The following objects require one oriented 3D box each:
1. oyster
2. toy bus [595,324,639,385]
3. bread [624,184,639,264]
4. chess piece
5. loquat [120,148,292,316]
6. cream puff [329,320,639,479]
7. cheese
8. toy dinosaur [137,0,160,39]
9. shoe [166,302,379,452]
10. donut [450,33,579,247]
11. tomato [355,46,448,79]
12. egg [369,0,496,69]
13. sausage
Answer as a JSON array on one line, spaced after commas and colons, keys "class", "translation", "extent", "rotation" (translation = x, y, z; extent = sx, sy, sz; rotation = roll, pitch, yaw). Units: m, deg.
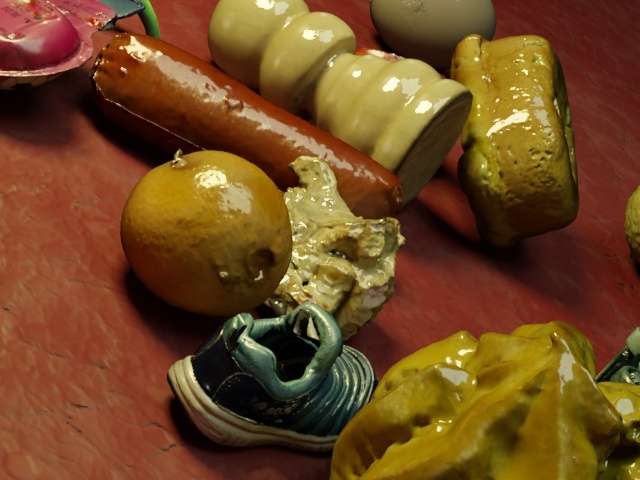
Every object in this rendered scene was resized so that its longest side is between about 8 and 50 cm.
[{"class": "oyster", "translation": [0.000, 0.000, 1.238], "extent": [0.163, 0.081, 0.191], "rotation": [-6, 55, -31]}, {"class": "toy bus", "translation": [0.309, 0.188, 1.296], "extent": [0.147, 0.128, 0.256], "rotation": [40, 23, 5]}, {"class": "bread", "translation": [0.561, -0.006, 1.796], "extent": [0.320, 0.237, 0.320], "rotation": [27, 18, -10]}, {"class": "chess piece", "translation": [0.006, -0.177, 1.523], "extent": [0.299, 0.167, 0.167], "rotation": [37, 24, 17]}, {"class": "loquat", "translation": [-0.091, -0.005, 1.116], "extent": [0.141, 0.141, 0.141], "rotation": [29, 26, -16]}, {"class": "cream puff", "translation": [0.180, 0.191, 0.988], "extent": [0.324, 0.257, 0.291], "rotation": [38, 29, 4]}, {"class": "cheese", "translation": [-0.262, -0.194, 1.254], "extent": [0.155, 0.062, 0.244], "rotation": [27, 36, 21]}, {"class": "toy dinosaur", "translation": [-0.353, -0.262, 1.265], "extent": [0.500, 0.144, 0.374], "rotation": [50, 49, -30]}, {"class": "shoe", "translation": [-0.019, 0.102, 1.058], "extent": [0.207, 0.106, 0.091], "rotation": [12, 36, -52]}, {"class": "donut", "translation": [0.233, -0.119, 1.628], "extent": [0.208, 0.128, 0.261], "rotation": [58, 27, -54]}, {"class": "tomato", "translation": [0.075, -0.170, 1.641], "extent": [0.139, 0.091, 0.159], "rotation": [11, -8, 35]}, {"class": "egg", "translation": [0.161, -0.321, 1.958], "extent": [0.198, 0.146, 0.146], "rotation": [13, 33, -27]}, {"class": "sausage", "translation": [-0.072, -0.095, 1.334], "extent": [0.330, 0.102, 0.102], "rotation": [30, 26, -11]}]
